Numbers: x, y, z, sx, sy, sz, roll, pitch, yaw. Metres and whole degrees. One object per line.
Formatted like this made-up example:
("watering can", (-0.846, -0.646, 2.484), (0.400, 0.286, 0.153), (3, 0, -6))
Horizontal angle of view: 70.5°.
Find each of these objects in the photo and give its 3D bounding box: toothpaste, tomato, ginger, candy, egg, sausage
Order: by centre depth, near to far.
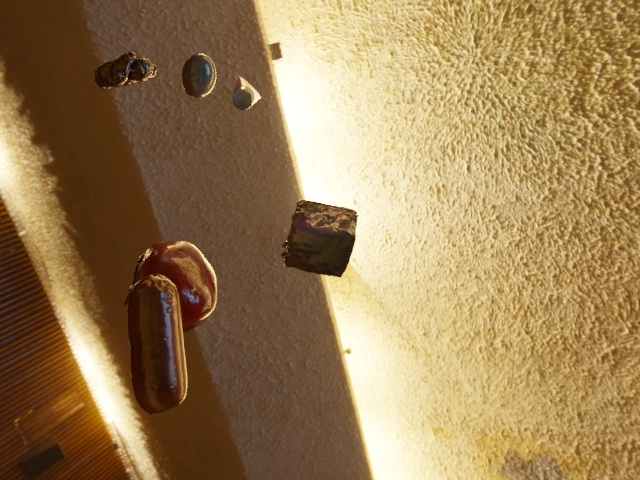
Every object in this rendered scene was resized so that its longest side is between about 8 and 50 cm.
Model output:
("sausage", (-0.235, 0.147, 0.654), (0.076, 0.076, 0.198), (-3, -89, 20))
("tomato", (-0.260, 0.082, 0.805), (0.151, 0.187, 0.187), (12, -62, -17))
("toothpaste", (-0.152, -0.304, 0.935), (0.043, 0.194, 0.067), (-42, -68, 15))
("ginger", (-0.505, -0.443, 1.174), (0.162, 0.103, 0.073), (-22, -68, -20))
("candy", (0.000, 0.000, 1.226), (0.195, 0.137, 0.185), (12, -46, -6))
("egg", (-0.378, -0.509, 1.405), (0.103, 0.103, 0.135), (24, -68, 8))
